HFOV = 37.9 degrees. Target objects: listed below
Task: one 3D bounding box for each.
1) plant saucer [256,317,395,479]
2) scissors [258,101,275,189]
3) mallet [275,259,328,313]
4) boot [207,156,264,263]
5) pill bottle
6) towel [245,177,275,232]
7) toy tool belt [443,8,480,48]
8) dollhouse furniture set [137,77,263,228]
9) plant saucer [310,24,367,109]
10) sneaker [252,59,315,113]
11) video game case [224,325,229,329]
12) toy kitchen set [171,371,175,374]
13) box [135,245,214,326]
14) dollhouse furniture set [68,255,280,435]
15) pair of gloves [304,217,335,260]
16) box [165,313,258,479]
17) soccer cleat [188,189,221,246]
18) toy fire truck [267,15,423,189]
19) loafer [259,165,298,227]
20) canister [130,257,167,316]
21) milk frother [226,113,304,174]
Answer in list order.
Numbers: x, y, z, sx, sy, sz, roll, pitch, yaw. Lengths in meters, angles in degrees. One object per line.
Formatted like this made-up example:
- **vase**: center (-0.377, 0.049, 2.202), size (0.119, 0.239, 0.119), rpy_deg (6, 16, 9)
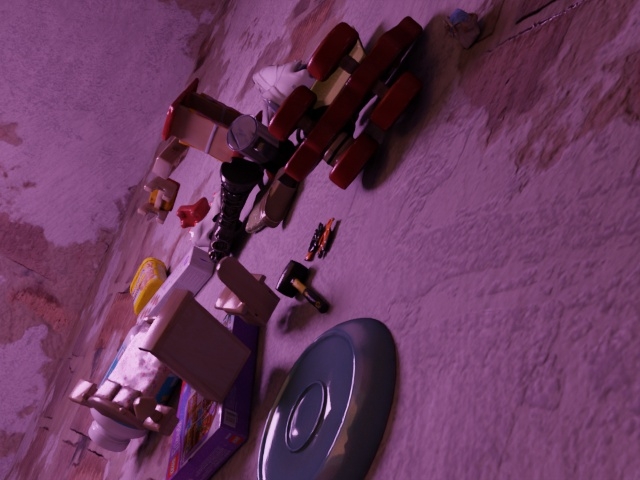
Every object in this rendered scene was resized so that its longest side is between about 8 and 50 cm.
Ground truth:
- **plant saucer**: center (-0.006, 0.244, 1.261), size (0.317, 0.044, 0.317), rpy_deg (-52, 22, 31)
- **scissors**: center (-0.129, -0.220, 2.130), size (0.109, 0.021, 0.297), rpy_deg (-54, 33, 24)
- **mallet**: center (-0.030, 0.091, 1.535), size (0.062, 0.039, 0.189), rpy_deg (-59, 24, 10)
- **boot**: center (-0.194, -0.056, 2.024), size (0.263, 0.091, 0.229), rpy_deg (-84, 11, -79)
- **pill bottle**: center (-0.401, 0.324, 2.012), size (0.264, 0.146, 0.146), rpy_deg (-59, 20, 11)
- **towel**: center (-0.110, -0.077, 1.962), size (0.148, 0.027, 0.110), rpy_deg (-31, 38, 56)
- **toy tool belt**: center (0.212, -0.333, 1.425), size (0.052, 0.051, 0.083), rpy_deg (-53, 22, 28)
- **dollhouse furniture set**: center (-0.304, -0.194, 2.354), size (0.374, 0.201, 0.152), rpy_deg (-64, -3, 40)
- **plant saucer**: center (0.041, -0.313, 1.849), size (0.188, 0.045, 0.188), rpy_deg (-55, 21, 22)
- **sneaker**: center (-0.074, -0.361, 2.163), size (0.129, 0.111, 0.297), rpy_deg (-44, 26, 7)
- **video game case**: center (-0.224, 0.194, 1.680), size (0.122, 0.011, 0.087), rpy_deg (-2, 58, 40)
- **toy kitchen set**: center (-0.267, 0.205, 1.736), size (0.075, 0.083, 0.068), rpy_deg (-34, 35, 55)
- **box**: center (-0.358, 0.135, 2.270), size (0.324, 0.067, 0.063), rpy_deg (-48, 25, 40)
- **dollhouse furniture set**: center (-0.301, 0.152, 1.622), size (0.355, 0.174, 0.303), rpy_deg (5, 56, 45)
- **pair of gloves**: center (0.000, 0.000, 1.605), size (0.083, 0.010, 0.074), rpy_deg (-19, 49, 67)
- **box**: center (-0.189, 0.279, 1.660), size (0.201, 0.057, 0.293), rpy_deg (-49, 24, 33)
- **soccer cleat**: center (-0.241, -0.055, 2.233), size (0.196, 0.076, 0.068), rpy_deg (-58, -26, -33)
- **toy fire truck**: center (0.057, -0.238, 1.588), size (0.302, 0.169, 0.254), rpy_deg (-53, -2, 25)
- **loafer**: center (-0.081, -0.094, 1.863), size (0.050, 0.056, 0.148), rpy_deg (-42, 28, 59)
- **canister**: center (-0.464, 0.131, 2.535), size (0.126, 0.073, 0.170), rpy_deg (-60, 21, 10)
- **milk frother**: center (-0.097, -0.224, 1.951), size (0.129, 0.135, 0.143), rpy_deg (17, 82, 39)
